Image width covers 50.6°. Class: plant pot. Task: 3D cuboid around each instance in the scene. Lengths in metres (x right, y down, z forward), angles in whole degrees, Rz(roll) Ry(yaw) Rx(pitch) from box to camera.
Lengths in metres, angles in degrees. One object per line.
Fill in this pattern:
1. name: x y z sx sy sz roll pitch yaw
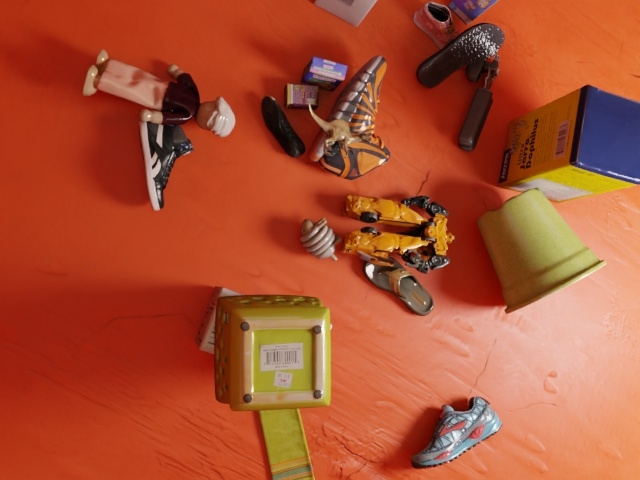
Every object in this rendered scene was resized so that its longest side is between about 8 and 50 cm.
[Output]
1. plant pot: -0.092 0.226 1.361 0.228 0.207 0.227 1 88 -13
2. plant pot: 0.539 0.013 1.739 0.276 0.276 0.253 -25 81 -15

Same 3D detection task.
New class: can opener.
1. can opener: 0.415 -0.383 1.832 0.095 0.076 0.283 19 80 21

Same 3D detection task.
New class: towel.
1. towel: -0.081 0.504 1.647 0.102 0.021 0.237 -12 88 -16

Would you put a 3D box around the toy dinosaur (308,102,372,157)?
1. toy dinosaur: 0.032 -0.254 1.630 0.183 0.053 0.092 22 77 -21

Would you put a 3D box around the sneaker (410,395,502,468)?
1. sneaker: 0.327 0.486 1.728 0.262 0.104 0.125 -25 74 -19

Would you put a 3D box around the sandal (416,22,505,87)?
1. sandal: 0.365 -0.501 1.800 0.255 0.054 0.097 -28 119 3

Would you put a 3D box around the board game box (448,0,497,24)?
1. board game box: 0.491 -0.717 1.724 0.078 0.347 0.233 41 78 -9

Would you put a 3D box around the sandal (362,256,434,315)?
1. sandal: 0.207 0.114 1.731 0.219 0.060 0.090 43 77 -6

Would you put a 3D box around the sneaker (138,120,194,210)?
1. sneaker: -0.357 -0.184 1.603 0.121 0.079 0.216 -8 87 -15

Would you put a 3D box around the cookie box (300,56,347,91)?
1. cookie box: 0.007 -0.416 1.699 0.092 0.107 0.040 13 82 -13

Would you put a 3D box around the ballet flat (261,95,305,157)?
1. ballet flat: -0.096 -0.285 1.702 0.173 0.057 0.049 61 35 -4

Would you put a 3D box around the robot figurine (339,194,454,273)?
1. robot figurine: 0.197 -0.021 1.716 0.291 0.085 0.211 9 68 -13

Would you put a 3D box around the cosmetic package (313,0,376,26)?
1. cosmetic package: 0.110 -0.696 1.688 0.138 0.224 0.224 25 80 -11

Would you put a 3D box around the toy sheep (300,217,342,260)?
1. toy sheep: 0.000 0.000 1.677 0.091 0.091 0.132 -43 102 -14

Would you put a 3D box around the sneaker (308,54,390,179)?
1. sneaker: 0.117 -0.298 1.724 0.180 0.124 0.321 31 90 -14

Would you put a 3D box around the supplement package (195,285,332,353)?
1. supplement package: -0.137 0.213 1.562 0.262 0.204 0.145 21 83 -12

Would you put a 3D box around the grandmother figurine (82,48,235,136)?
1. grandmother figurine: -0.364 -0.338 1.597 0.343 0.104 0.207 21 60 -9

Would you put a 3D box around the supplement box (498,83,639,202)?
1. supplement box: 0.635 -0.230 1.715 0.194 0.356 0.195 14 82 -13

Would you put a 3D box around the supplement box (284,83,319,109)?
1. supplement box: -0.048 -0.364 1.714 0.083 0.043 0.054 2 85 -13

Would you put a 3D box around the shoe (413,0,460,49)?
1. shoe: 0.333 -0.563 1.807 0.178 0.081 0.063 36 78 -9
